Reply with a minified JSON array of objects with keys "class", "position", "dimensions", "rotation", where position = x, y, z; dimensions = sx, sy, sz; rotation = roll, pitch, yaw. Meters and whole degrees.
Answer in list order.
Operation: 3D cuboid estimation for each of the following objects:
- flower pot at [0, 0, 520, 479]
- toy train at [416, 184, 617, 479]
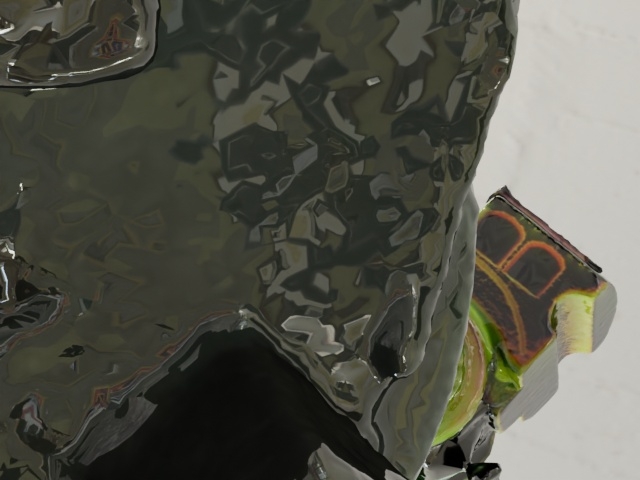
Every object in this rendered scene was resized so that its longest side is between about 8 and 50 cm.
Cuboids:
[{"class":"flower pot","position":[-0.089,-0.013,0.501],"dimensions":[0.283,0.299,0.299],"rotation":[-148,-109,-65]},{"class":"toy train","position":[0.000,0.000,0.897],"dimensions":[0.296,0.100,0.160],"rotation":[39,-103,20]}]
